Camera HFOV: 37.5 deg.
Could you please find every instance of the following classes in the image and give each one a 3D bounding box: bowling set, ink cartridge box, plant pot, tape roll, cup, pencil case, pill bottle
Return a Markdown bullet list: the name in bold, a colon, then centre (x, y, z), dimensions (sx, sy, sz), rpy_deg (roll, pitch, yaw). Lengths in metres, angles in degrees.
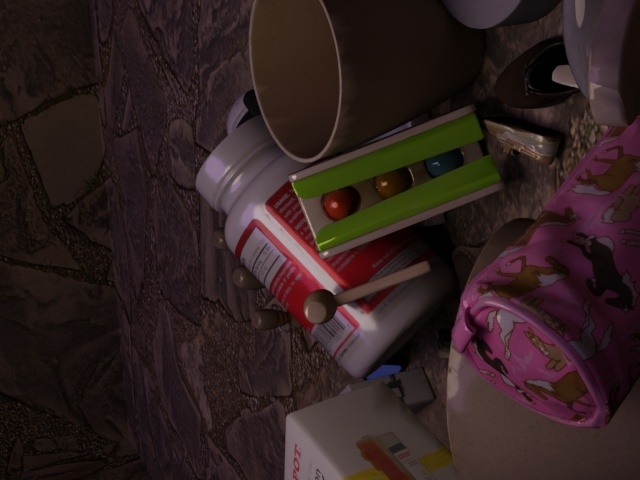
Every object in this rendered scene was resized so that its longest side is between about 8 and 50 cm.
- **bowling set**: centre (-0.081, 0.032, 1.929), dimensions (0.200, 0.154, 0.287), rpy_deg (-50, 54, 36)
- **ink cartridge box**: centre (0.106, 0.279, 1.634), dimensions (0.063, 0.150, 0.109), rpy_deg (70, 153, 22)
- **ink cartridge box**: centre (0.105, 0.408, 1.184), dimensions (0.384, 0.160, 0.279), rpy_deg (43, 138, 49)
- **plant pot**: centre (0.079, -0.254, 1.297), dimensions (0.256, 0.274, 0.256), rpy_deg (36, 132, 53)
- **tape roll**: centre (0.224, -0.380, 1.186), dimensions (0.219, 0.072, 0.219), rpy_deg (38, 135, 51)
- **cup**: centre (0.318, 0.149, 1.035), dimensions (0.237, 0.331, 0.331), rpy_deg (7, 110, 35)
- **pencil case**: centre (0.288, -0.007, 0.888), dimensions (0.167, 0.386, 0.160), rpy_deg (16, 146, 46)
- **pill bottle**: centre (0.000, 0.000, 1.488), dimensions (0.408, 0.229, 0.229), rpy_deg (46, 145, 11)

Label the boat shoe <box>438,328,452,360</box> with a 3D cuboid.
- **boat shoe**: centre (0.222, 0.159, 1.454), dimensions (0.152, 0.056, 0.049), rpy_deg (-11, 98, 63)

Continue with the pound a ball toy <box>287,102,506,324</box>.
- **pound a ball toy**: centre (0.095, -0.037, 1.319), dimensions (0.136, 0.319, 0.208), rpy_deg (-86, -27, -86)

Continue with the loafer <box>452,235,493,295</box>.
- **loafer**: centre (0.257, 0.039, 1.302), dimensions (0.268, 0.092, 0.102), rpy_deg (148, 109, -79)

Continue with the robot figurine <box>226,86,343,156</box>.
- **robot figurine**: centre (-0.058, -0.169, 1.723), dimensions (0.278, 0.173, 0.209), rpy_deg (55, 143, 36)

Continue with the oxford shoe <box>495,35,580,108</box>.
- **oxford shoe**: centre (0.273, -0.206, 1.145), dimensions (0.227, 0.096, 0.083), rpy_deg (-13, 92, 65)

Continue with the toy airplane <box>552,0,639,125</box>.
- **toy airplane**: centre (0.288, -0.284, 0.757), dimensions (0.272, 0.386, 0.384), rpy_deg (-10, 92, 51)

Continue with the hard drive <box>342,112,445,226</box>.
- **hard drive**: centre (0.097, -0.200, 1.541), dimensions (0.233, 0.047, 0.353), rpy_deg (5, 106, 62)

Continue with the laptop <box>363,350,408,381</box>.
- **laptop**: centre (0.036, 0.165, 1.703), dimensions (0.136, 0.264, 0.234), rpy_deg (-43, 64, 19)

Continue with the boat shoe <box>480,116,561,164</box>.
- **boat shoe**: centre (0.260, -0.134, 1.252), dimensions (0.135, 0.050, 0.045), rpy_deg (33, 125, 54)
